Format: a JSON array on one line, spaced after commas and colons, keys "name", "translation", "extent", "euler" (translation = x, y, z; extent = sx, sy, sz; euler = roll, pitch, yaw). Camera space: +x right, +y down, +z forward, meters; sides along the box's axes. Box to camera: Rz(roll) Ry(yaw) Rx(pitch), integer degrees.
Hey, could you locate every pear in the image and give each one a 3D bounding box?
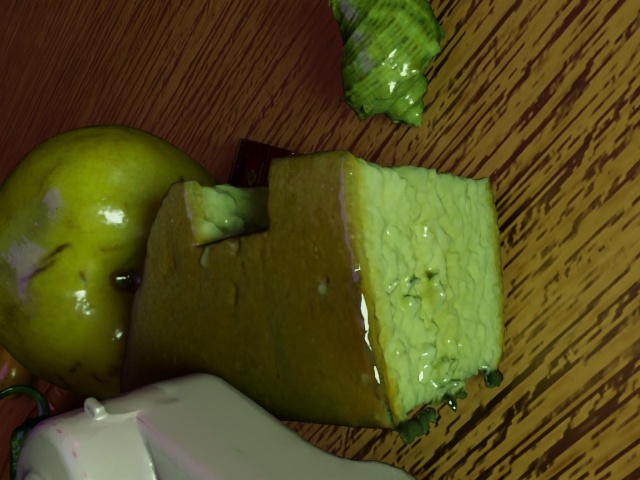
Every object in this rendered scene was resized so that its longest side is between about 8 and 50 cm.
[{"name": "pear", "translation": [-0.146, 0.015, 0.661], "extent": [0.200, 0.200, 0.200], "euler": [-23, 62, 51]}]

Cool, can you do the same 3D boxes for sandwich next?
[{"name": "sandwich", "translation": [-0.023, 0.030, 0.497], "extent": [0.236, 0.122, 0.128], "euler": [-7, 88, 44]}]

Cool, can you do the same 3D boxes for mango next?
[{"name": "mango", "translation": [-0.336, 0.132, 1.034], "extent": [0.060, 0.046, 0.089], "euler": [-12, 57, 52]}]

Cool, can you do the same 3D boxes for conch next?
[{"name": "conch", "translation": [0.028, -0.118, 0.546], "extent": [0.121, 0.074, 0.089], "euler": [61, 161, -6]}]

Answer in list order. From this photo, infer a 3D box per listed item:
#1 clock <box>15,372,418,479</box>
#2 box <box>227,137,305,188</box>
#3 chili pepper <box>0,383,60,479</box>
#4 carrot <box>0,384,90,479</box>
[{"name": "clock", "translation": [-0.018, 0.246, 0.394], "extent": [0.295, 0.113, 0.322], "euler": [26, 120, 43]}, {"name": "box", "translation": [-0.037, -0.042, 0.663], "extent": [0.082, 0.023, 0.051], "euler": [21, 97, 56]}, {"name": "chili pepper", "translation": [-0.242, 0.256, 0.817], "extent": [0.100, 0.074, 0.257], "euler": [3, 86, 23]}, {"name": "carrot", "translation": [-0.254, 0.180, 0.889], "extent": [0.066, 0.062, 0.271], "euler": [-77, 13, -76]}]
